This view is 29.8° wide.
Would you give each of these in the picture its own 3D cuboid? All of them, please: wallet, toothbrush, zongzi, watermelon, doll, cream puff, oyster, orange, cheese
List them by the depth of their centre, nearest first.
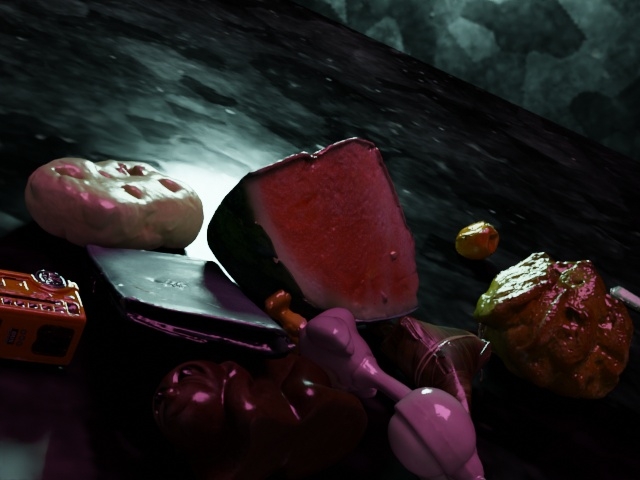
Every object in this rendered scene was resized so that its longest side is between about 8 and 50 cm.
[{"bbox_3d":[-0.168,0.064,1.399,0.190,0.046,0.379,12,6,-18],"label":"wallet"},{"bbox_3d":[0.075,0.180,1.414,0.365,0.094,0.160,42,-14,37],"label":"doll"},{"bbox_3d":[0.197,0.183,1.607,0.187,0.084,0.184,9,27,-43],"label":"zongzi"},{"bbox_3d":[0.009,0.031,1.608,0.292,0.319,0.222,-27,72,-37],"label":"watermelon"},{"bbox_3d":[-0.280,-0.053,1.644,0.159,0.093,0.263,29,18,24],"label":"cheese"},{"bbox_3d":[0.093,0.125,1.705,0.093,0.034,0.051,26,2,40],"label":"oyster"},{"bbox_3d":[0.343,0.126,1.773,0.244,0.196,0.244,51,-3,4],"label":"cream puff"},{"bbox_3d":[0.279,0.004,2.151,0.086,0.062,0.086,-18,10,3],"label":"orange"},{"bbox_3d":[0.667,0.164,2.225,0.297,0.031,0.030,31,40,23],"label":"toothbrush"}]

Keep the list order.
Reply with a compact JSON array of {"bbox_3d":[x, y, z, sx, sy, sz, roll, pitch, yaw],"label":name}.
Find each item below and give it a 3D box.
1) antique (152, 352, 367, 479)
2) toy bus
[{"bbox_3d":[-0.073,0.178,1.276,0.143,0.121,0.256,36,22,30],"label":"antique"},{"bbox_3d":[-0.352,0.077,1.274,0.194,0.083,0.088,11,25,-32],"label":"toy bus"}]
